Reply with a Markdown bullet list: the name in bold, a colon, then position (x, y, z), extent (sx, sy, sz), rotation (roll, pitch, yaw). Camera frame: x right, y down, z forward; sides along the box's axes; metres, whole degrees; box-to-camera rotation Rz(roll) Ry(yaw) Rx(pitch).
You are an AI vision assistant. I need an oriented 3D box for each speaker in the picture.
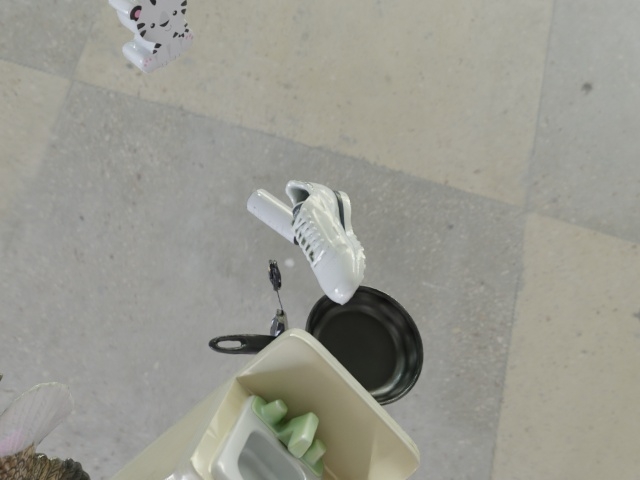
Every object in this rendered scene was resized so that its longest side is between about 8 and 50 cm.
- **speaker**: position (-0.080, -0.046, 1.403), extent (0.136, 0.055, 0.055), rotation (35, 67, 29)

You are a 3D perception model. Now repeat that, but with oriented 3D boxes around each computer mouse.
- **computer mouse**: position (-0.099, 0.150, 1.580), extent (0.041, 0.071, 0.241), rotation (-4, 113, 5)

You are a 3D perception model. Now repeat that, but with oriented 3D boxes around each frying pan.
- **frying pan**: position (0.013, 0.183, 1.086), extent (0.326, 0.053, 0.197), rotation (-21, 72, -29)

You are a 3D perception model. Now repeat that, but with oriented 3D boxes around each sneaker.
- **sneaker**: position (0.000, 0.000, 1.102), extent (0.095, 0.090, 0.235), rotation (24, 32, -32)

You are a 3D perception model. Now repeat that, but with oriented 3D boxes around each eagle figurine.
- **eagle figurine**: position (-0.338, 0.293, 0.724), extent (0.227, 0.225, 0.298), rotation (-15, 78, -24)

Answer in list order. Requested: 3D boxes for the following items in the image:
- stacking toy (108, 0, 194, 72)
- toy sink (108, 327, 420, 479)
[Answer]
- **stacking toy**: position (-0.089, -0.207, 0.439), extent (0.167, 0.052, 0.221), rotation (37, 62, 20)
- **toy sink**: position (-0.059, 0.206, 0.535), extent (0.234, 0.131, 0.152), rotation (-40, 98, 19)
